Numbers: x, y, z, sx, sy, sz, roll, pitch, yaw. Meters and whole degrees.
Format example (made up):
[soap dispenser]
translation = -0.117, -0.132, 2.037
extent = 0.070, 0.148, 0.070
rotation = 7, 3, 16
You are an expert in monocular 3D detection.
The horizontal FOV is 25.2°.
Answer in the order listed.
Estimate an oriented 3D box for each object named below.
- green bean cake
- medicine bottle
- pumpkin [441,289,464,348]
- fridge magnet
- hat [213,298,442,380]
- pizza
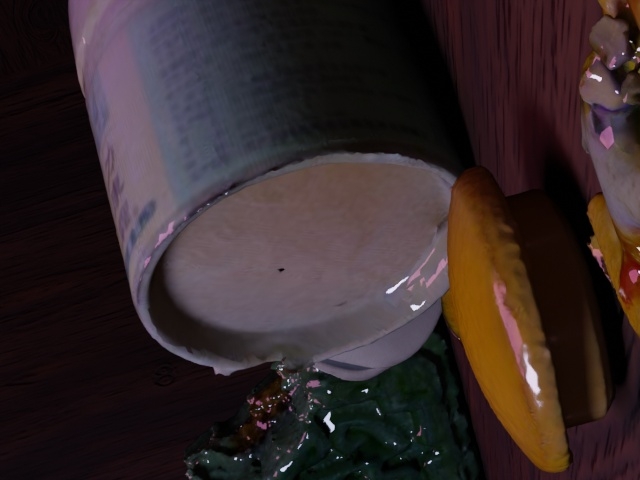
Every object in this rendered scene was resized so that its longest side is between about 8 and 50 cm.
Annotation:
[green bean cake]
translation = 0.005, 0.213, 1.531
extent = 0.169, 0.308, 0.300
rotation = -112, 3, -62
[medicine bottle]
translation = -0.056, -0.136, 1.025
extent = 0.235, 0.236, 0.406
rotation = 74, 177, -56
[pumpkin]
translation = 0.103, 0.032, 1.052
extent = 0.073, 0.035, 0.101
rotation = 43, -155, -69
[fridge magnet]
translation = 0.093, 0.034, 0.647
extent = 0.143, 0.063, 0.143
rotation = 165, 90, -90
[hat]
translation = 0.000, 0.000, 1.171
extent = 0.164, 0.226, 0.219
rotation = 94, 172, -51
[pizza]
translation = 0.095, -0.023, 0.363
extent = 0.184, 0.036, 0.176
rotation = -110, 3, -64
